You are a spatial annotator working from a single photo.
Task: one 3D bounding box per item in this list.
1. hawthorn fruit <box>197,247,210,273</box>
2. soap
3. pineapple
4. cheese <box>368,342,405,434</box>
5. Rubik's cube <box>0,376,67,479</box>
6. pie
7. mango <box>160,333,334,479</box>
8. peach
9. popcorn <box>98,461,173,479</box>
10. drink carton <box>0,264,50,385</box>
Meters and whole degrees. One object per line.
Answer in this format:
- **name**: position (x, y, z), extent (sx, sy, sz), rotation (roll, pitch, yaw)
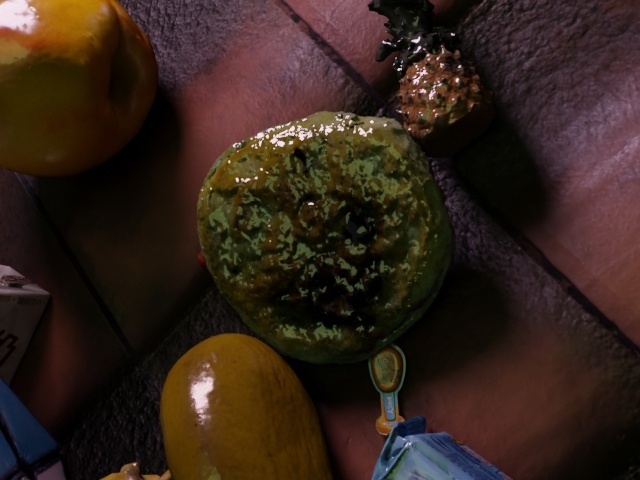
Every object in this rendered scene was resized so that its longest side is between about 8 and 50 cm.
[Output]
- **hawthorn fruit**: position (-0.123, 0.021, 0.976), extent (0.077, 0.077, 0.077), rotation (-6, 78, 26)
- **soap**: position (0.177, 0.284, 0.721), extent (0.293, 0.156, 0.077), rotation (34, 95, 29)
- **pineapple**: position (0.121, -0.220, 0.873), extent (0.119, 0.111, 0.237), rotation (-42, 60, 43)
- **cheese**: position (0.080, 0.172, 0.872), extent (0.047, 0.017, 0.111), rotation (-10, 76, 28)
- **Rubik's cube**: position (-0.477, 0.343, 0.869), extent (0.310, 0.305, 0.307), rotation (-26, 42, -10)
- **pie**: position (0.000, 0.000, 0.870), extent (0.323, 0.070, 0.322), rotation (2, 96, 21)
- **mango**: position (-0.076, 0.242, 0.817), extent (0.142, 0.195, 0.331), rotation (-52, 40, 26)
- **peach**: position (-0.400, -0.226, 1.055), extent (0.308, 0.289, 0.288), rotation (7, 83, 22)
- **popcorn**: position (-0.172, 0.372, 0.849), extent (0.250, 0.250, 0.190), rotation (30, 69, 29)
- **drink carton**: position (-0.573, 0.122, 1.043), extent (0.132, 0.325, 0.194), rotation (27, 94, 28)
